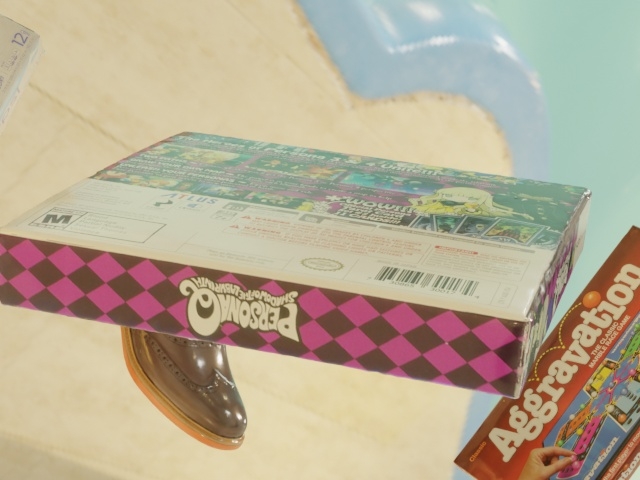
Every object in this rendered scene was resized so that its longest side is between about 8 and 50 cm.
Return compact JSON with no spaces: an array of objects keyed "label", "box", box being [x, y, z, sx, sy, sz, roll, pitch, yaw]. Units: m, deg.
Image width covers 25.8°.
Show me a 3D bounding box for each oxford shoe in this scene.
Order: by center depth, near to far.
[{"label":"oxford shoe","box":[-0.136,0.078,1.351,0.097,0.271,0.098,5,135,-52]}]

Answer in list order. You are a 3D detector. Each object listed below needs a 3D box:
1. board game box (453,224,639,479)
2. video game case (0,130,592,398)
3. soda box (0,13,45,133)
[{"label":"board game box","box":[0.255,0.125,1.248,0.281,0.145,0.027,-52,133,-7]},{"label":"video game case","box":[0.000,0.000,0.661,0.210,0.232,0.042,-45,141,-66]},{"label":"soda box","box":[-0.456,-0.149,1.766,0.286,0.091,0.098,-63,-176,-7]}]
